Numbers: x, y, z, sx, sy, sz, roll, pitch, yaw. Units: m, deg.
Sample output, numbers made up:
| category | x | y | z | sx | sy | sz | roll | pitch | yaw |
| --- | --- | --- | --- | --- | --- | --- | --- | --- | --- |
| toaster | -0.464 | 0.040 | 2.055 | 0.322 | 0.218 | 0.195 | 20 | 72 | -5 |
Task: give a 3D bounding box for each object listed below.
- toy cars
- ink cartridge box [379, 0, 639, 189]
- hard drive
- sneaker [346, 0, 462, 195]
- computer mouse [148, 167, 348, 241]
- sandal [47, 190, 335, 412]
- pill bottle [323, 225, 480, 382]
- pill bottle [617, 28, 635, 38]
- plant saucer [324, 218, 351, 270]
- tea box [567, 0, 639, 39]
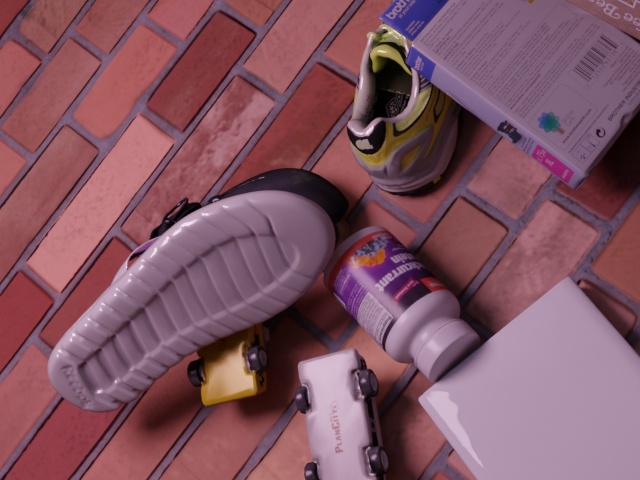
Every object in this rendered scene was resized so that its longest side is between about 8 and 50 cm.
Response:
| category | x | y | z | sx | sy | sz | roll | pitch | yaw |
| --- | --- | --- | --- | --- | --- | --- | --- | --- | --- |
| toy cars | -0.038 | 0.176 | 1.714 | 0.393 | 0.087 | 0.176 | 38 | 95 | 28 |
| ink cartridge box | 0.242 | -0.226 | 1.656 | 0.311 | 0.065 | 0.186 | 39 | 73 | 7 |
| hard drive | 0.301 | 0.242 | 1.544 | 0.233 | 0.047 | 0.353 | -40 | 60 | 4 |
| sneaker | 0.135 | -0.255 | 1.752 | 0.145 | 0.147 | 0.385 | 5 | 72 | 28 |
| computer mouse | -0.100 | -0.042 | 1.784 | 0.272 | 0.188 | 0.072 | -10 | 112 | 15 |
| sandal | -0.173 | 0.056 | 1.694 | 0.416 | 0.169 | 0.102 | -33 | 27 | 14 |
| pill bottle | 0.101 | 0.080 | 1.666 | 0.108 | 0.108 | 0.193 | -46 | 60 | 3 |
| pill bottle | 0.379 | -0.330 | 1.682 | 0.117 | 0.117 | 0.215 | -38 | 60 | 8 |
| plant saucer | 0.000 | 0.000 | 1.797 | 0.083 | 0.015 | 0.083 | -8 | 68 | 22 |
| tea box | 0.393 | -0.408 | 1.528 | 0.329 | 0.220 | 0.323 | 31 | 54 | 14 |
